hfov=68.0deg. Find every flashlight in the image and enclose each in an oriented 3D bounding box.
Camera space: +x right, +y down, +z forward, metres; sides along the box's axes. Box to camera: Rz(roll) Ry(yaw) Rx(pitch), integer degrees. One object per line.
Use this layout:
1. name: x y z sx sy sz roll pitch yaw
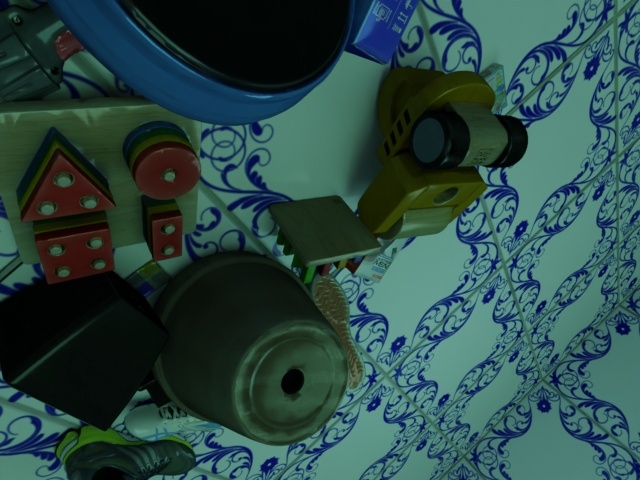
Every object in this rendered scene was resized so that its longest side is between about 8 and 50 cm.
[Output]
1. flashlight: -0.257 -0.266 0.581 0.304 0.103 0.103 -34 176 -7

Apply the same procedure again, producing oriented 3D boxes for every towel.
1. towel: -0.309 0.074 0.833 0.083 0.009 0.060 -35 134 -11

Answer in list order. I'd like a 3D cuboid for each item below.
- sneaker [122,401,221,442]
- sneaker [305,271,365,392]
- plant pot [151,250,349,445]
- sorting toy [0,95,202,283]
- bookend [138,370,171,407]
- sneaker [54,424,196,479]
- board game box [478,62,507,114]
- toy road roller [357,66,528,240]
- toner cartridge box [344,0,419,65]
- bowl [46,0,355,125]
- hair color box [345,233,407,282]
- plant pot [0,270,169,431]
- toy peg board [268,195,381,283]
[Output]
1. sneaker: -0.290 0.359 0.988 0.237 0.085 0.086 13 120 -46
2. sneaker: 0.005 0.208 1.088 0.108 0.121 0.301 -30 113 -36
3. plant pot: -0.104 0.189 0.799 0.324 0.280 0.322 -3 96 -28
4. sorting toy: -0.287 -0.061 0.655 0.257 0.089 0.255 -13 141 -28
5. bookend: -0.273 0.279 0.953 0.156 0.072 0.157 -27 131 -19
6. sneaker: -0.383 0.467 0.971 0.300 0.121 0.111 26 103 -43
7. board game box: 0.335 -0.296 1.025 0.154 0.026 0.103 -36 134 -9
8. toy road roller: 0.195 -0.175 0.904 0.203 0.240 0.329 -6 148 -30
9. toner cartridge box: 0.104 -0.441 0.666 0.075 0.165 0.347 13 111 -40
10. bowl: -0.110 -0.328 0.516 0.392 0.077 0.390 3 86 -42
11. hair color box: 0.135 0.008 1.073 0.093 0.053 0.167 21 105 -41
12. plant pot: -0.355 0.142 0.736 0.167 0.188 0.187 -44 135 -12
13. toy peg board: 0.000 0.000 0.905 0.161 0.161 0.079 -10 137 -30
